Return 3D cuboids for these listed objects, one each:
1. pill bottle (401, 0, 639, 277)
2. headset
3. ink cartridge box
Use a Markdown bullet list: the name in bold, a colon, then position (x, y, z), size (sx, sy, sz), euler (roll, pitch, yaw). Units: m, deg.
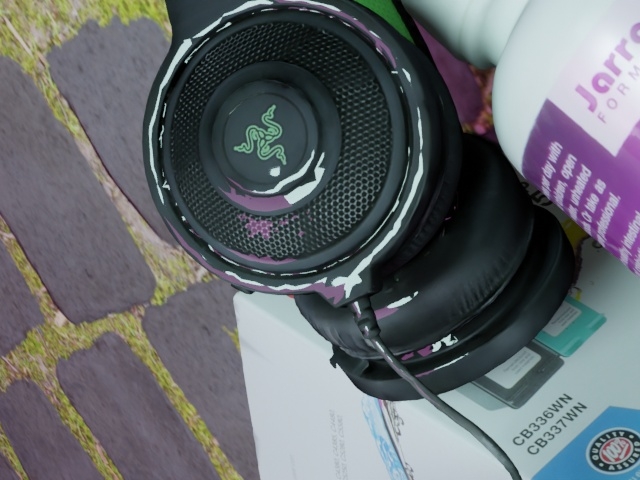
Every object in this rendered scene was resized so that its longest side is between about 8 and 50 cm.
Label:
- **pill bottle**: position (0.182, -0.055, 0.712), size (0.301, 0.169, 0.169), euler (42, 148, 18)
- **headset**: position (0.000, 0.000, 0.772), size (0.243, 0.185, 0.394), euler (41, -152, -50)
- **ink cartridge box**: position (0.119, 0.108, 0.934), size (0.270, 0.198, 0.197), euler (29, 142, 35)
